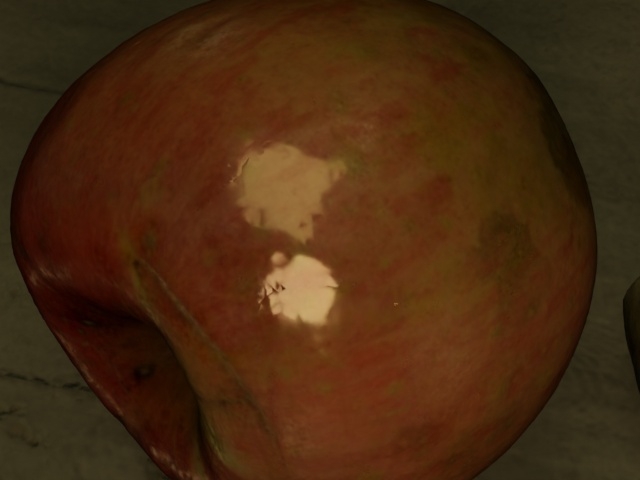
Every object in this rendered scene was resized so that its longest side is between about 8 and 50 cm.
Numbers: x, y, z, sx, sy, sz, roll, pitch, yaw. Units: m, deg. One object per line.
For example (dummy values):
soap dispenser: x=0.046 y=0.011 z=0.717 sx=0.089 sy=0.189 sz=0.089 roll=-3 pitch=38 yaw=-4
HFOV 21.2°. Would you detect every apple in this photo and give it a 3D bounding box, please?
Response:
apple: x=0.000 y=0.000 z=1.121 sx=0.364 sy=0.364 sz=0.364 roll=-3 pitch=60 yaw=5

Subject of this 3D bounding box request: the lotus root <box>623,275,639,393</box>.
lotus root: x=0.351 y=0.146 z=1.065 sx=0.250 sy=0.250 sz=0.346 roll=-14 pitch=61 yaw=-2
